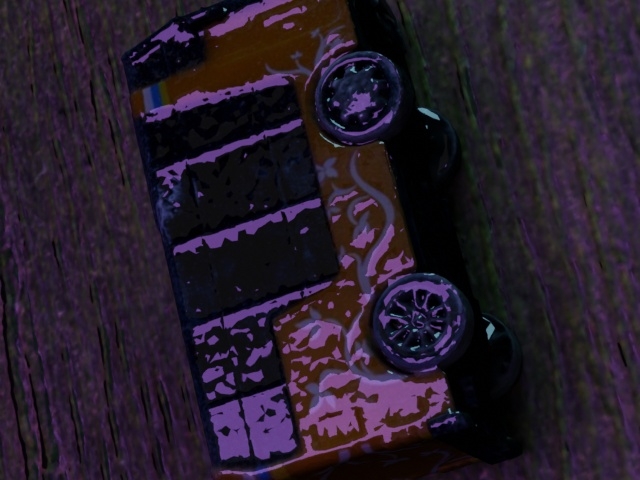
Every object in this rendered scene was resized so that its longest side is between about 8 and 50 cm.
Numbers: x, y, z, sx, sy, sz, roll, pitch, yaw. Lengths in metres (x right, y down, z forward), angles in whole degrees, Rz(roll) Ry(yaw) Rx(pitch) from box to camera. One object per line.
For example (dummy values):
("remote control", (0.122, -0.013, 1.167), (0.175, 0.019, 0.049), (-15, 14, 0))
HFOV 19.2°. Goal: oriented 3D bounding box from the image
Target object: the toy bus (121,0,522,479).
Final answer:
("toy bus", (0.000, 0.000, 1.226), (0.194, 0.162, 0.323), (-19, 71, 15))
